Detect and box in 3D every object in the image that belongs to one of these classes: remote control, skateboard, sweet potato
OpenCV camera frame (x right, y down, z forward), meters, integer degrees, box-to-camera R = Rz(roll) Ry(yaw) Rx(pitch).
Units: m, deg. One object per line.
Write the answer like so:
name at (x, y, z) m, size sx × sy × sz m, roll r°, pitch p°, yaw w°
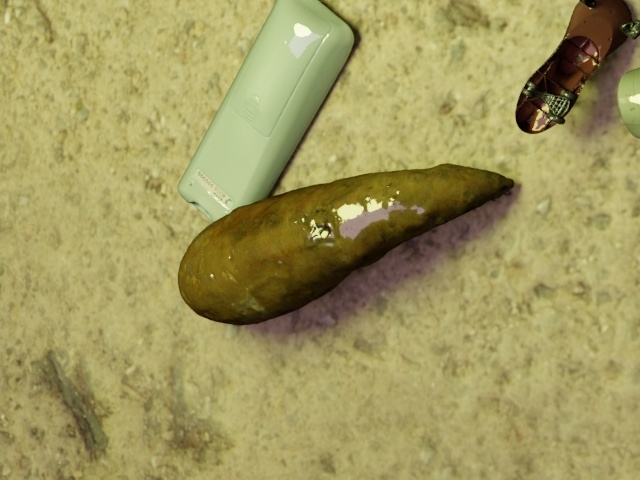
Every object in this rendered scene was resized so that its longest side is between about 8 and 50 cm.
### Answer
remote control at (-0.067, -0.136, 1.689) m, size 0.103 × 0.051 × 0.293 m, roll 42°, pitch 121°, yaw 20°
skateboard at (0.233, -0.166, 1.459) m, size 0.067 × 0.080 × 0.151 m, roll 36°, pitch 103°, yaw -2°
sweet potato at (-0.002, -0.002, 1.622) m, size 0.423 × 0.130 × 0.130 m, roll -23°, pitch 86°, yaw 35°

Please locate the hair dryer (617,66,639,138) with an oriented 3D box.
hair dryer at (0.368, -0.206, 1.371) m, size 0.206 × 0.075 × 0.237 m, roll -1°, pitch 91°, yaw 29°
